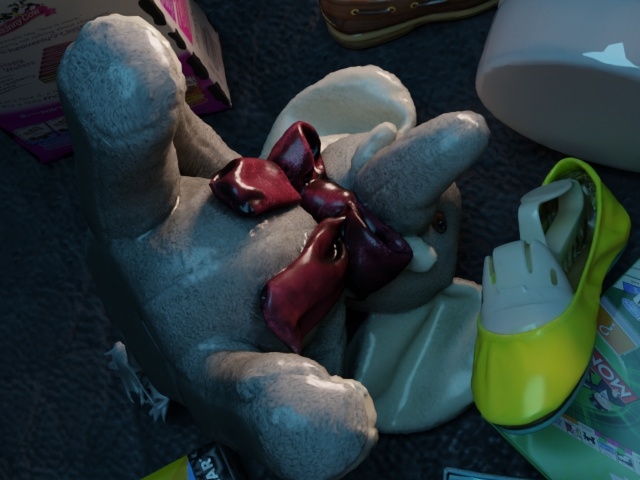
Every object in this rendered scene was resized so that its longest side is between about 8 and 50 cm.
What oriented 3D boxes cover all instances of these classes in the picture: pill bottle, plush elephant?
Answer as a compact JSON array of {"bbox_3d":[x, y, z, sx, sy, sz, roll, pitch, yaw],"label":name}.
[{"bbox_3d":[0.231,-0.239,0.949,0.204,0.204,0.361,14,76,18],"label":"pill bottle"},{"bbox_3d":[0.000,0.000,0.921,0.255,0.330,0.272,-28,80,-19],"label":"plush elephant"}]

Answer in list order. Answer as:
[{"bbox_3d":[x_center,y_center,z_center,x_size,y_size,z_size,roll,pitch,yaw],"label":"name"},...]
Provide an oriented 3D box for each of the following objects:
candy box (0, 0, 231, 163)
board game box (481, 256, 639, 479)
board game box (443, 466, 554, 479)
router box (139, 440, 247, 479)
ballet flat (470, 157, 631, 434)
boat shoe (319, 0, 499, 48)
[{"bbox_3d":[-0.172,-0.143,1.007,0.159,0.233,0.071,-16,70,9],"label":"candy box"},{"bbox_3d":[0.285,0.144,0.896,0.213,0.046,0.317,-45,68,-1],"label":"board game box"},{"bbox_3d":[0.183,0.309,0.818,0.253,0.079,0.336,4,81,21],"label":"board game box"},{"bbox_3d":[-0.084,0.241,0.961,0.133,0.046,0.179,-29,68,4],"label":"router box"},{"bbox_3d":[0.134,0.022,0.895,0.077,0.077,0.231,-10,26,30],"label":"ballet flat"},{"bbox_3d":[0.082,-0.193,1.050,0.178,0.060,0.064,-21,68,7],"label":"boat shoe"}]
